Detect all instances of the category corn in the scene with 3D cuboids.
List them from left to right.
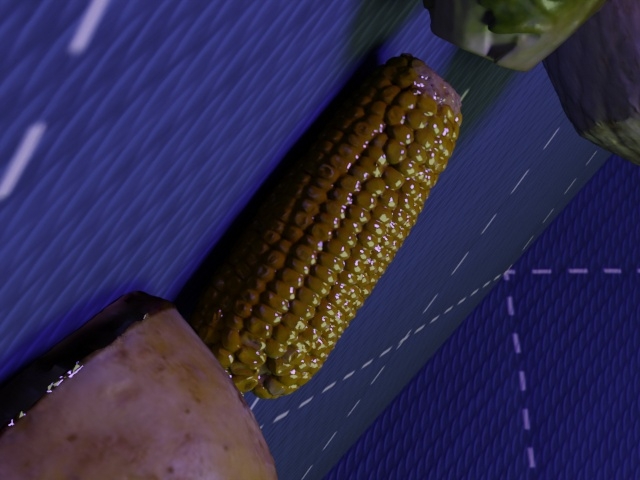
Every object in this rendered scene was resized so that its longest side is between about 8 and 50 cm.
[{"bbox_3d":[0.000,0.000,0.859,0.321,0.119,0.119,-57,165,4],"label":"corn"}]

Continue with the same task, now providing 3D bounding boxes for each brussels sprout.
[{"bbox_3d":[0.144,-0.208,0.745,0.180,0.144,0.161,-64,-161,5],"label":"brussels sprout"}]

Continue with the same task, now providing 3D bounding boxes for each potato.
[{"bbox_3d":[-0.141,0.198,0.734,0.285,0.243,0.242,-42,163,-42],"label":"potato"}]

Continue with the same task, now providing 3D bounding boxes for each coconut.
[{"bbox_3d":[0.331,-0.235,0.989,0.329,0.329,0.329,-47,165,-16],"label":"coconut"}]
